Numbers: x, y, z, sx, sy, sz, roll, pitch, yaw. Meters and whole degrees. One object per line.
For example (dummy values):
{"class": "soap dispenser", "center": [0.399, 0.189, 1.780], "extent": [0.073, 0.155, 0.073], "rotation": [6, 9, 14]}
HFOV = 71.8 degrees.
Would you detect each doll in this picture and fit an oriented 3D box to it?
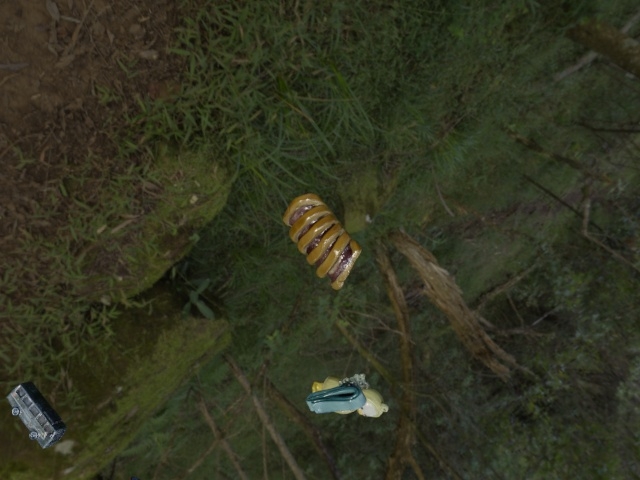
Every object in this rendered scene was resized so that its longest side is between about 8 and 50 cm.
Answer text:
{"class": "doll", "center": [0.100, 0.534, 1.489], "extent": [0.117, 0.296, 0.141], "rotation": [-37, 114, -35]}

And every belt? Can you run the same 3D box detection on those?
{"class": "belt", "center": [0.047, 0.450, 1.286], "extent": [0.179, 0.100, 0.065], "rotation": [-15, 112, 19]}

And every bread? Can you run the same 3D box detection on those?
{"class": "bread", "center": [0.000, 0.000, 1.015], "extent": [0.081, 0.225, 0.134], "rotation": [-20, 157, -43]}

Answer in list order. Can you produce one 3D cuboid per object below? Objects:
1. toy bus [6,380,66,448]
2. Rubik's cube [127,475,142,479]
{"class": "toy bus", "center": [-0.697, 0.426, 1.086], "extent": [0.065, 0.166, 0.047], "rotation": [-47, 168, 2]}
{"class": "Rubik's cube", "center": [-0.495, 0.702, 1.162], "extent": [0.092, 0.092, 0.092], "rotation": [-45, 113, 8]}
